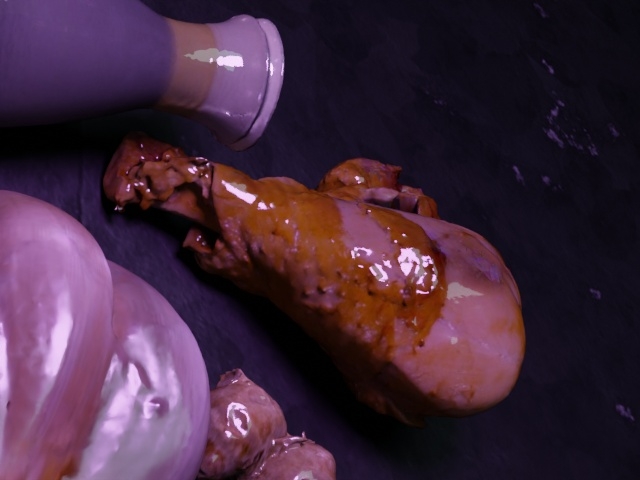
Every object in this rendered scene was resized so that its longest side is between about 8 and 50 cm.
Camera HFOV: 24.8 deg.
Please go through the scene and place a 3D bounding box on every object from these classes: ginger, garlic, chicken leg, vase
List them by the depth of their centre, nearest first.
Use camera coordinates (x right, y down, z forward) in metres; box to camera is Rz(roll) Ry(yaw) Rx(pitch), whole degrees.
[{"bbox_3d":[-0.199,0.099,1.047,0.279,0.132,0.325,34,45,-35],"label":"garlic"},{"bbox_3d":[-0.031,0.202,1.171,0.204,0.080,0.104,46,44,-8],"label":"ginger"},{"bbox_3d":[-0.195,-0.159,1.184,0.321,0.173,0.173,8,55,-33],"label":"vase"},{"bbox_3d":[0.000,0.000,1.336,0.409,0.182,0.295,24,34,-10],"label":"chicken leg"}]
